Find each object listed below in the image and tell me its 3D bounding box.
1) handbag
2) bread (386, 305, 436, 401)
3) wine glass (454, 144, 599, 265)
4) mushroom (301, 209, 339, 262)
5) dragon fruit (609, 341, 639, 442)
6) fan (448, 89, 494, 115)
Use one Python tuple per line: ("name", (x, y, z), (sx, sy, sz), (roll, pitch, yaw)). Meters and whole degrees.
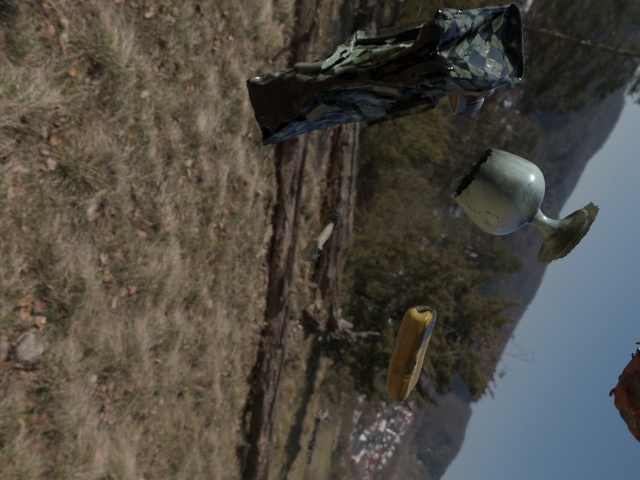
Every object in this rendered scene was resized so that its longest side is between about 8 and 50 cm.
("handbag", (0.105, -0.292, 0.911), (0.316, 0.416, 0.180), (-29, 110, -49))
("bread", (0.269, 0.335, 1.574), (0.142, 0.091, 0.305), (-30, 135, -62))
("wine glass", (0.547, -0.101, 1.435), (0.238, 0.322, 0.238), (-56, -179, 1))
("mushroom", (-0.003, -0.001, 0.877), (0.306, 0.043, 0.068), (-63, 164, -74))
("dragon fruit", (0.592, 0.277, 0.853), (0.282, 0.211, 0.147), (-16, 131, -53))
("fan", (0.311, -0.329, 1.089), (0.244, 0.074, 0.130), (-77, 162, -76))
